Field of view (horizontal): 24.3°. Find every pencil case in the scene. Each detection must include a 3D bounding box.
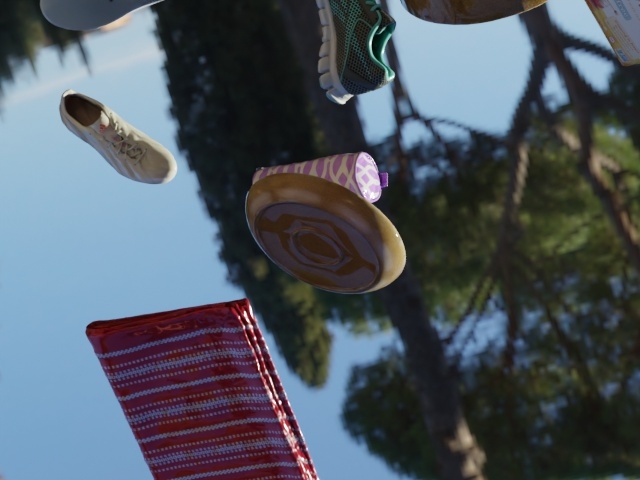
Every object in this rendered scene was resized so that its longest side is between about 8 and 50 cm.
[{"bbox_3d":[-0.008,-0.082,2.281,0.206,0.086,0.088,-7,163,31],"label":"pencil case"}]

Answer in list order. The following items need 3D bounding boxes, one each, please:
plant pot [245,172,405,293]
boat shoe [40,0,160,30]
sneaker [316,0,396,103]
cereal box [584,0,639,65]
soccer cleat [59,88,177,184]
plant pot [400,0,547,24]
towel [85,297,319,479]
[{"bbox_3d":[0.000,0.000,2.015,0.236,0.236,0.032,-5,-134,40],"label":"plant pot"},{"bbox_3d":[-0.222,-0.289,1.683,0.183,0.065,0.083,-13,-159,10],"label":"boat shoe"},{"bbox_3d":[0.039,-0.220,1.458,0.076,0.166,0.065,-6,178,26],"label":"sneaker"},{"bbox_3d":[0.339,-0.265,1.473,0.047,0.173,0.240,-37,-168,-17],"label":"cereal box"},{"bbox_3d":[-0.289,-0.143,2.085,0.068,0.196,0.076,-54,168,-17],"label":"soccer cleat"},{"bbox_3d":[0.170,-0.415,1.684,0.237,0.254,0.237,-14,-143,11],"label":"plant pot"},{"bbox_3d":[-0.126,0.190,1.620,0.199,0.275,0.031,-10,-154,23],"label":"towel"}]
